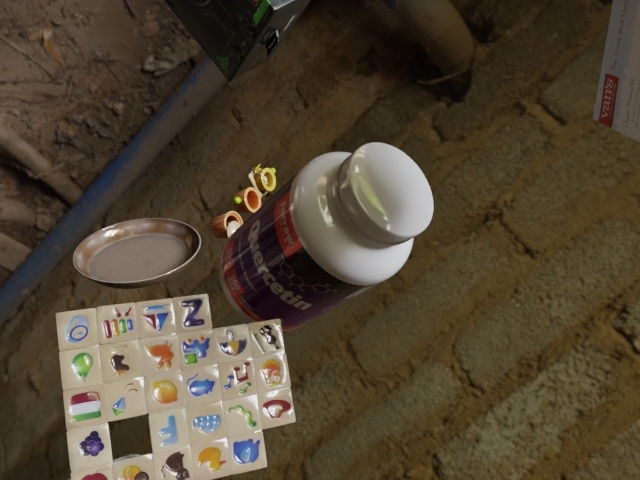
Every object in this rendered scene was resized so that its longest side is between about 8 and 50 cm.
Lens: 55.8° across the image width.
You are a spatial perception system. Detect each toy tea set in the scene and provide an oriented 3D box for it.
[{"bbox_3d":[-0.160,-0.073,1.698,0.124,0.336,0.200,-9,121,32],"label":"toy tea set"}]

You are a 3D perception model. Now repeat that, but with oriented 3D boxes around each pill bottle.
[{"bbox_3d":[0.000,0.000,0.828,0.182,0.181,0.323,2,156,-33],"label":"pill bottle"}]

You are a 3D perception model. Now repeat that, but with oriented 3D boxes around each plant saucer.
[{"bbox_3d":[-0.457,0.036,1.528,0.311,0.310,0.050,-13,122,-20],"label":"plant saucer"}]

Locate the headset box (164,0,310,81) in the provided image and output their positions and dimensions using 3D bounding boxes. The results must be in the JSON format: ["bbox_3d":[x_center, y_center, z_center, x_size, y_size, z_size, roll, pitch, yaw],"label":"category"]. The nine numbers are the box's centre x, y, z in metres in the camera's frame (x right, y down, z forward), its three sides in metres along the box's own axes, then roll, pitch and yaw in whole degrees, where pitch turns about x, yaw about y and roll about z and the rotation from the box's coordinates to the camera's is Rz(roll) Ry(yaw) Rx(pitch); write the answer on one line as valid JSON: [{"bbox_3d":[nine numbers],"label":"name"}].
[{"bbox_3d":[-0.169,-0.485,1.165,0.131,0.283,0.246,-41,-175,-34],"label":"headset box"}]

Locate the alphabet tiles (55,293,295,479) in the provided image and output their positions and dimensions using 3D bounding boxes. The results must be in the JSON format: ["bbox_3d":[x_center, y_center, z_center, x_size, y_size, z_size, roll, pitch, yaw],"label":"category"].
[{"bbox_3d":[-0.147,0.159,0.650,0.237,0.198,0.009,-6,170,-22],"label":"alphabet tiles"}]

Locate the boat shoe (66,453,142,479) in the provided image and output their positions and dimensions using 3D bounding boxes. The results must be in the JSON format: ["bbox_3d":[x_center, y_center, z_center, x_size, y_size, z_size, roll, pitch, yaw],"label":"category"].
[{"bbox_3d":[-0.449,0.466,1.043,0.335,0.121,0.119,-26,141,-31],"label":"boat shoe"}]

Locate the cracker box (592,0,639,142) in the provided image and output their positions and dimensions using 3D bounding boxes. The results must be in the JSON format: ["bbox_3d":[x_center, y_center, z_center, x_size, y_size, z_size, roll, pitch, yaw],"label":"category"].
[{"bbox_3d":[0.309,-0.137,0.455,0.067,0.232,0.155,-8,119,-8],"label":"cracker box"}]
